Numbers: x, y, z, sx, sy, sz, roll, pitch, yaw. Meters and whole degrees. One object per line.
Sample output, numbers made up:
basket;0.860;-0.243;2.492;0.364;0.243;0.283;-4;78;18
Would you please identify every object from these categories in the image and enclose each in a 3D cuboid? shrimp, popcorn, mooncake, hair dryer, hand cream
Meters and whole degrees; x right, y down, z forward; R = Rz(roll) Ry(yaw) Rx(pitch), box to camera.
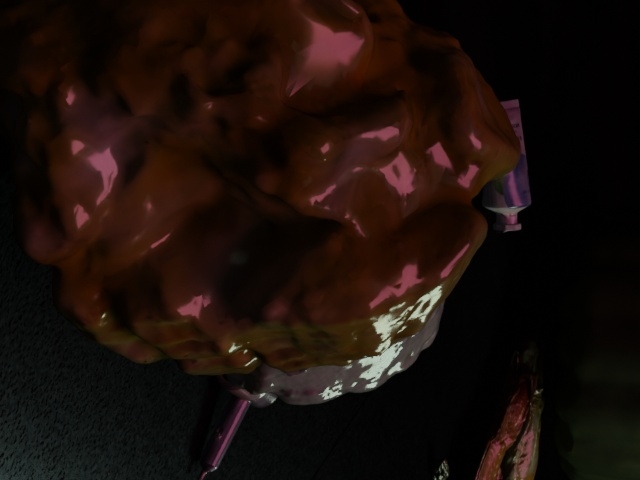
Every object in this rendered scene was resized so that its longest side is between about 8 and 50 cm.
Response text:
shrimp;0.216;0.242;2.211;0.154;0.062;0.294;24;77;-65
popcorn;-0.049;-0.071;1.234;0.334;0.293;0.292;55;16;-14
mooncake;0.378;0.131;2.290;0.351;0.187;0.351;7;90;-78
hair dryer;-0.079;0.151;1.584;0.114;0.037;0.063;-64;152;-8
hand cream;0.201;-0.080;2.036;0.084;0.053;0.142;-14;106;-62

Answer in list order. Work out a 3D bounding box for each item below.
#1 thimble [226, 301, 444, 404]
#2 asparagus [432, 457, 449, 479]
thimble;0.000;0.000;1.449;0.250;0.204;0.172;-57;158;-51
asparagus;0.150;0.312;2.171;0.023;0.022;0.233;-22;142;-5
